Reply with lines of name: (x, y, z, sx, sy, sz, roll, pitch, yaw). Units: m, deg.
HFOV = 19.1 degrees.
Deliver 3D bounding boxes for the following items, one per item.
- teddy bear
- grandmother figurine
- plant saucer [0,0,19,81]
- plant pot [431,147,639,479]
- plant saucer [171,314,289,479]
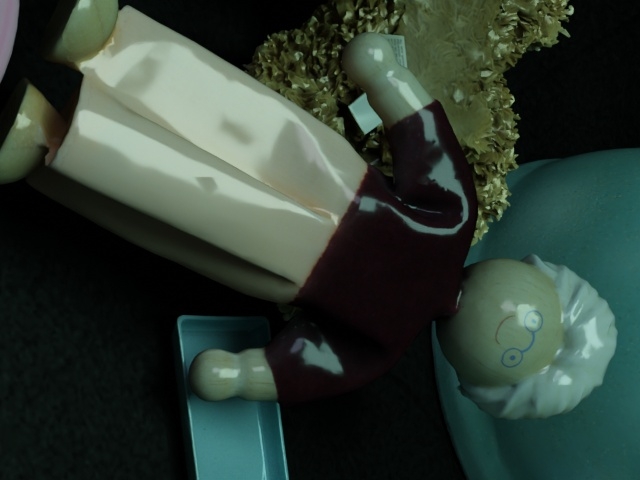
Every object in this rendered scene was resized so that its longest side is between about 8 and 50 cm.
teddy bear: (0.034, -0.096, 1.129, 0.245, 0.113, 0.338, 28, 66, -28)
grandmother figurine: (0.000, 0.000, 0.980, 0.342, 0.208, 0.104, 26, 19, -16)
plant saucer: (-0.288, -0.119, 0.752, 0.332, 0.084, 0.332, 18, 48, -22)
plant pot: (0.240, 0.068, 1.198, 0.293, 0.196, 0.293, 16, 67, -41)
plant saucer: (-0.045, 0.136, 1.020, 0.067, 0.018, 0.192, 3, 74, -44)
